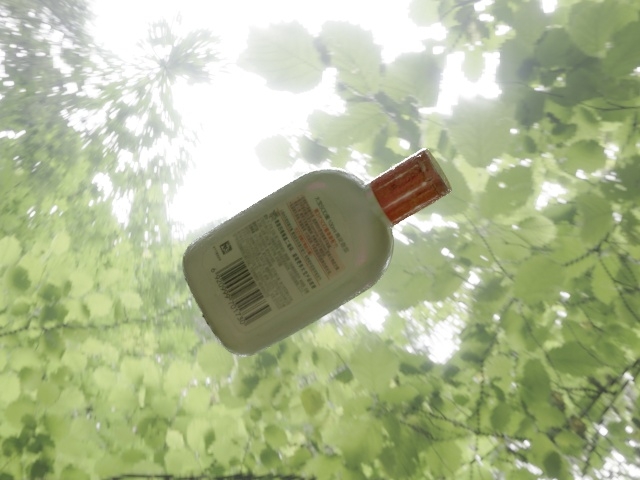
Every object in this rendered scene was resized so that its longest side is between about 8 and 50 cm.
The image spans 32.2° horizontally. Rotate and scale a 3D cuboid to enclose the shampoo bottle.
[{"bbox_3d":[0.000,0.000,0.882,0.220,0.051,0.108,-31,-100,11],"label":"shampoo bottle"}]
